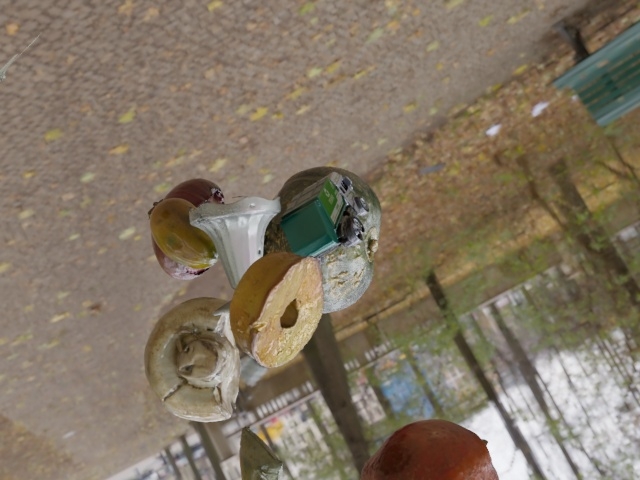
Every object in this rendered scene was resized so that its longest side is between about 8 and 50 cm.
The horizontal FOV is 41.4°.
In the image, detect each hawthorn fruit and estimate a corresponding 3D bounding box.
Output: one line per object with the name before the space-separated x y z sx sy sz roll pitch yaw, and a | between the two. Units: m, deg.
hawthorn fruit | 0.191 0.381 1.353 0.253 0.205 0.205 -32 174 -32

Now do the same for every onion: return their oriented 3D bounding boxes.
onion | -0.311 -0.030 2.002 0.248 0.161 0.248 -31 133 -38

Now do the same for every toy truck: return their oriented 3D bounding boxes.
toy truck | 0.008 -0.039 1.545 0.114 0.124 0.253 -29 -163 21

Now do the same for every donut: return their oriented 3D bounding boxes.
donut | -0.067 0.098 1.269 0.174 0.075 0.190 -57 152 -19

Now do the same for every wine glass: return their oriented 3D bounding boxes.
wine glass | -0.134 0.025 1.466 0.165 0.196 0.165 -11 179 0

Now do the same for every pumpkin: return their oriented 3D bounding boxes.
pumpkin | 0.000 0.000 1.952 0.258 0.327 0.291 6 142 17

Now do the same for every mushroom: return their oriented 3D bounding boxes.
mushroom | -0.267 0.243 1.713 0.189 0.253 0.195 -5 175 6

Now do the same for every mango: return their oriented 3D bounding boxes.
mango | -0.263 -0.008 1.626 0.089 0.163 0.111 -19 162 -48

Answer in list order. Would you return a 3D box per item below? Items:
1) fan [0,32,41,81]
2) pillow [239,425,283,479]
fan | -0.580 -0.286 1.518 0.233 0.012 0.414 -34 -155 30
pillow | -0.147 0.624 2.104 0.075 0.302 0.185 -13 -154 -32
